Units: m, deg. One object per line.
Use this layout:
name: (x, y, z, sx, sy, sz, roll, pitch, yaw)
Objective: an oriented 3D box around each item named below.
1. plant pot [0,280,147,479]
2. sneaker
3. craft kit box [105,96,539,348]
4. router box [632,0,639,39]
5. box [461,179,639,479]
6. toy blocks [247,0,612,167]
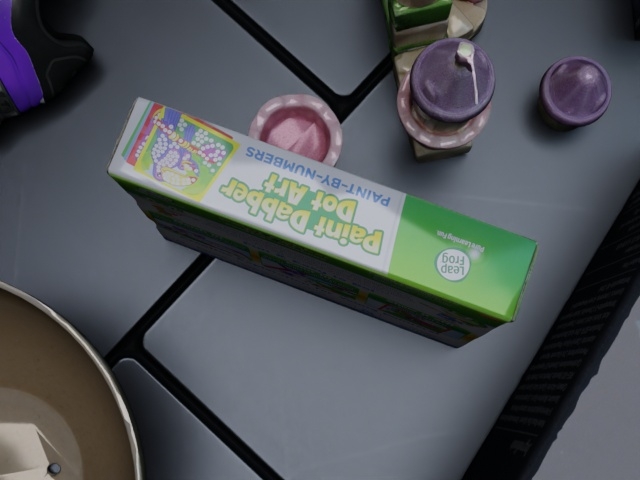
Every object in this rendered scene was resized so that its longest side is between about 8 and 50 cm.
plant pot: (-0.246, 0.168, 0.766, 0.284, 0.191, 0.284, 0, 82, 1)
sneaker: (-0.265, -0.233, 0.833, 0.146, 0.102, 0.293, -27, 111, -2)
craft kit box: (0.000, 0.000, 0.758, 0.250, 0.246, 0.061, 20, 84, 2)
router box: (0.261, -0.212, 0.845, 0.038, 0.122, 0.092, -4, 82, 4)
box: (0.289, 0.146, 0.754, 0.293, 0.212, 0.395, 32, 83, 4)
toy blocks: (0.080, -0.203, 0.776, 0.309, 0.260, 0.288, -11, 82, -1)
